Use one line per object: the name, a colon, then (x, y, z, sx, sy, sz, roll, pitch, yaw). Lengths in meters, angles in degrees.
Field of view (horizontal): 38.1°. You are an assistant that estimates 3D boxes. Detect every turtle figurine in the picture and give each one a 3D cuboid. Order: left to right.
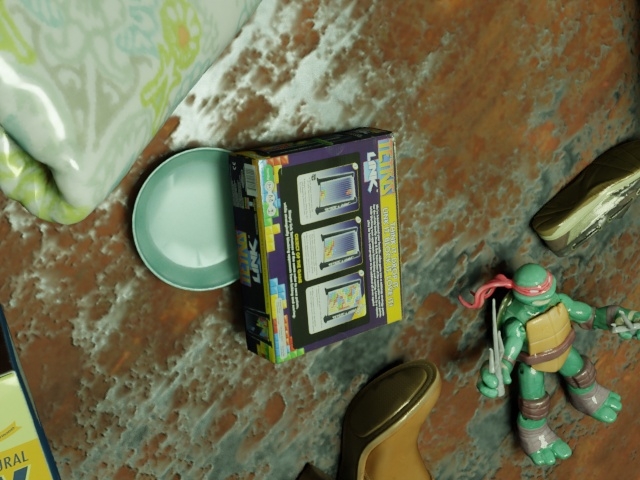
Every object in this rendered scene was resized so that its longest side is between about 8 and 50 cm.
turtle figurine: (0.220, 0.100, 0.876, 0.175, 0.118, 0.234, -22, 127, -1)

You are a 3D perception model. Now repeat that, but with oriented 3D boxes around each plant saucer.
plant saucer: (-0.097, -0.019, 0.761, 0.119, 0.021, 0.119, -6, 106, -22)

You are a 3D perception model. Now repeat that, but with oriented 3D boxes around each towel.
towel: (-0.188, -0.238, 0.533, 0.374, 0.090, 0.321, 53, 39, -23)

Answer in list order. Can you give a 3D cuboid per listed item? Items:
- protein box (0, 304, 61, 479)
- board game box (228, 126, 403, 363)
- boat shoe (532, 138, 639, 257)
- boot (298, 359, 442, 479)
protein box: (-0.255, 0.164, 0.638, 0.135, 0.201, 0.200, -18, 110, -18)
board game box: (0.000, 0.000, 0.777, 0.141, 0.048, 0.170, -15, 109, -36)
boat shoe: (0.275, -0.042, 0.901, 0.152, 0.056, 0.049, -35, 119, -1)
boot: (0.081, 0.216, 0.872, 0.152, 0.073, 0.197, 37, 99, -25)
